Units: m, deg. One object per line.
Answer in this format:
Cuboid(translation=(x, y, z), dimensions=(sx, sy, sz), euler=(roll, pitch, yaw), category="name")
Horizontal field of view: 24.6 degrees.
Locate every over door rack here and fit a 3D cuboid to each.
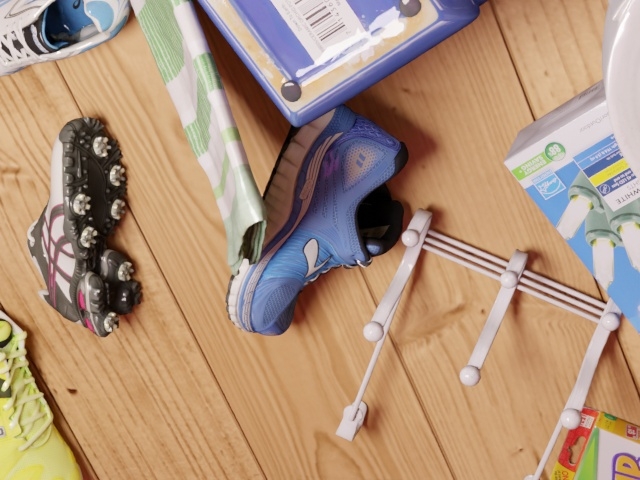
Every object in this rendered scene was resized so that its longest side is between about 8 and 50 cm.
Cuboid(translation=(0.158, 0.150, 1.548), dimensions=(0.239, 0.108, 0.324), euler=(24, 127, 10), category="over door rack")

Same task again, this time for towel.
Cuboid(translation=(-0.120, -0.140, 1.359), dimensions=(0.038, 0.248, 0.325), euler=(-18, 80, -8), category="towel")

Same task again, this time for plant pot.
Cuboid(translation=(0.016, -0.248, 1.280), dimensions=(0.236, 0.212, 0.236), euler=(-30, 105, 27), category="plant pot")

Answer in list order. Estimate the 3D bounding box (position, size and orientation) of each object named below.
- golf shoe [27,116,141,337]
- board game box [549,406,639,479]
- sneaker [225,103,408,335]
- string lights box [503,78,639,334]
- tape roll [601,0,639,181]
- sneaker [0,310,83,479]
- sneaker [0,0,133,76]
Cuboid(translation=(-0.284, -0.015, 1.649), dimensions=(0.120, 0.105, 0.273), euler=(15, 125, 24), category="golf shoe")
Cuboid(translation=(0.380, 0.274, 1.574), dimensions=(0.259, 0.039, 0.124), euler=(22, 126, 13), category="board game box")
Cuboid(translation=(0.000, 0.000, 1.506), dimensions=(0.147, 0.130, 0.330), euler=(23, 138, -2), category="sneaker")
Cuboid(translation=(0.309, -0.022, 1.389), dimensions=(0.133, 0.077, 0.260), euler=(-33, 103, 34), category="string lights box")
Cuboid(translation=(0.377, -0.146, 1.220), dimensions=(0.286, 0.100, 0.286), euler=(3, 112, 8), category="tape roll")
Cuboid(translation=(-0.413, 0.182, 1.804), dimensions=(0.147, 0.145, 0.385), euler=(-25, 109, 34), category="sneaker")
Cuboid(translation=(-0.300, -0.221, 1.535), dimensions=(0.237, 0.086, 0.085), euler=(-16, 114, 33), category="sneaker")
